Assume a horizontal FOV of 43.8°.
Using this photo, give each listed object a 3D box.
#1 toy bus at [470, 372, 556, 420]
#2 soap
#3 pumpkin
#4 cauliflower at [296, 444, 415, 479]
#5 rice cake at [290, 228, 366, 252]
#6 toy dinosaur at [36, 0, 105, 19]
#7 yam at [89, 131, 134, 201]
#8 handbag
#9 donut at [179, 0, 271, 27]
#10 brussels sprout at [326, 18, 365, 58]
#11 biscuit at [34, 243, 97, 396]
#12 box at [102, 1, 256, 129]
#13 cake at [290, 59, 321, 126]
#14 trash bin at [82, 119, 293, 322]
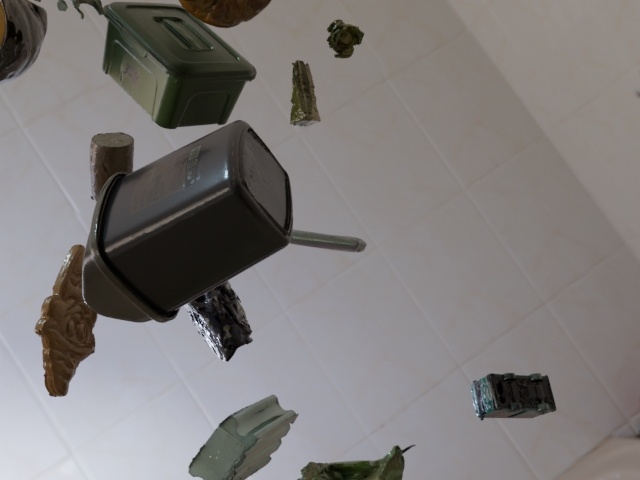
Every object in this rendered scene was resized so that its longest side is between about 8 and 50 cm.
[{"bbox_3d":[0.376,0.310,1.574,0.160,0.079,0.092,8,-29,-31],"label":"toy bus"},{"bbox_3d":[-0.156,0.412,1.632,0.150,0.094,0.261,-59,-16,9],"label":"soap"},{"bbox_3d":[-0.804,-0.477,1.842,0.225,0.303,0.256,-48,-25,-69],"label":"pumpkin"},{"bbox_3d":[0.080,0.522,1.633,0.315,0.256,0.239,-45,12,27],"label":"cauliflower"},{"bbox_3d":[-0.001,0.000,1.983,0.221,0.042,0.080,8,3,19],"label":"rice cake"},{"bbox_3d":[-0.426,-0.425,1.280,0.044,0.187,0.106,-23,31,40],"label":"toy dinosaur"},{"bbox_3d":[-0.368,-0.128,1.413,0.084,0.084,0.127,-31,-40,-42],"label":"yam"},{"bbox_3d":[-0.217,0.140,1.630,0.113,0.162,0.260,-35,13,-6],"label":"handbag"},{"bbox_3d":[-0.191,-0.543,1.616,0.226,0.114,0.227,-14,-41,-13],"label":"donut"},{"bbox_3d":[0.043,-0.434,1.697,0.085,0.058,0.085,-34,-39,-34],"label":"brussels sprout"},{"bbox_3d":[-0.408,0.130,1.301,0.035,0.250,0.162,2,-9,12],"label":"biscuit"},{"bbox_3d":[-0.339,-0.401,1.830,0.252,0.329,0.178,-15,-39,-44],"label":"box"},{"bbox_3d":[-0.039,-0.292,1.598,0.051,0.140,0.055,7,-25,-38],"label":"cake"},{"bbox_3d":[-0.190,-0.022,1.092,0.290,0.182,0.209,-26,35,19],"label":"trash bin"}]
